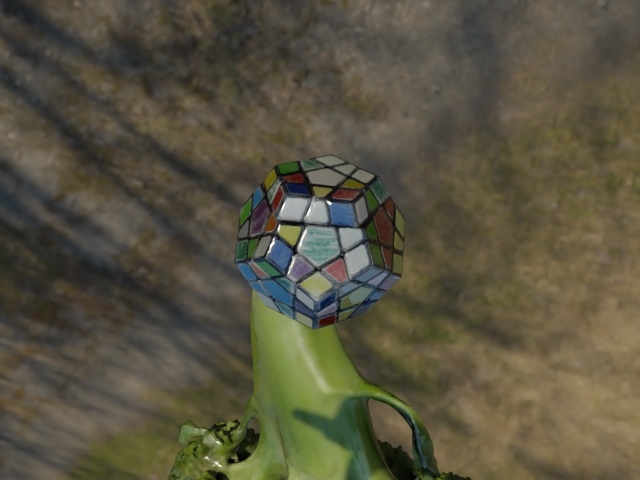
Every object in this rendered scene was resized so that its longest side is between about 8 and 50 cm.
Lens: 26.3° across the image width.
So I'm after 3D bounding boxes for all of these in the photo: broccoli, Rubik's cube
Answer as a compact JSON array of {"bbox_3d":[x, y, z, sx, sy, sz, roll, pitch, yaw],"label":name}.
[{"bbox_3d":[-0.003,0.191,1.141,0.254,0.302,0.186,-34,165,33],"label":"broccoli"},{"bbox_3d":[0.000,0.000,0.865,0.111,0.111,0.093,12,122,12],"label":"Rubik's cube"}]
